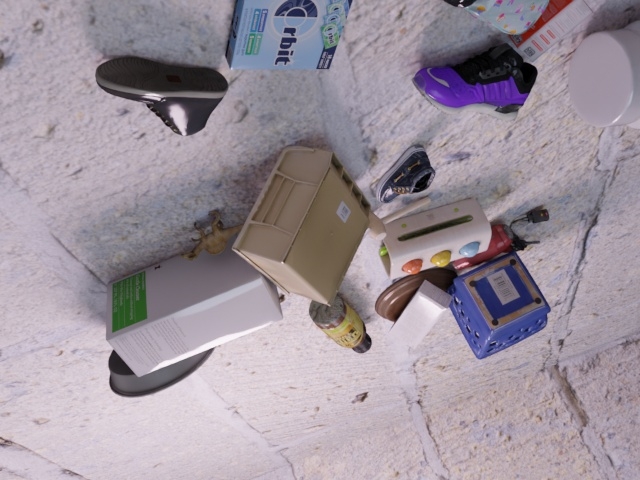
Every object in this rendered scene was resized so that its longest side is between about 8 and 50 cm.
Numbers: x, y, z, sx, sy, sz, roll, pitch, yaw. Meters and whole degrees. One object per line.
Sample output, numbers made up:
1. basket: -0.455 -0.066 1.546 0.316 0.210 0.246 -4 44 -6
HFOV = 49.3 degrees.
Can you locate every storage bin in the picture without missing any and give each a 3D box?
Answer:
1. storage bin: -0.024 -0.029 1.481 0.260 0.123 0.262 -65 149 -14

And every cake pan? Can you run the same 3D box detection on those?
1. cake pan: -0.394 0.266 1.713 0.293 0.293 0.054 -21 115 1

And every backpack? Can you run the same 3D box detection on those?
1. backpack: 0.298 -0.427 1.177 0.182 0.115 0.152 11 134 -44

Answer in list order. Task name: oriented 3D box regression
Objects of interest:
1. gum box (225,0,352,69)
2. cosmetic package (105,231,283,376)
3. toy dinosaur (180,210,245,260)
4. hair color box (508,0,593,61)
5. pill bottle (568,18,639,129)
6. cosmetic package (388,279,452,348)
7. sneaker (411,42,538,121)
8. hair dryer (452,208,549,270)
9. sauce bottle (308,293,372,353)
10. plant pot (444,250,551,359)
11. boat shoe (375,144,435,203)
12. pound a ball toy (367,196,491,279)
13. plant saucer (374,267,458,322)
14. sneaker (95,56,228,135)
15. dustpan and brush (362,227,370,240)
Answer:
1. gum box: -0.053 -0.355 1.154 0.184 0.041 0.157 -6 145 -23
2. cosmetic package: -0.288 0.138 1.597 0.366 0.197 0.155 -24 130 2
3. toy dinosaur: -0.223 -0.014 1.523 0.183 0.092 0.053 -27 148 11
4. hair color box: 0.441 -0.416 1.340 0.141 0.043 0.072 -39 144 26
5. pill bottle: 0.731 -0.349 1.437 0.392 0.224 0.224 -10 147 -18
6. cosmetic package: 0.298 0.225 2.096 0.060 0.099 0.239 -51 172 -42
7. sneaker: 0.312 -0.326 1.364 0.293 0.102 0.146 -1 139 -36
8. hair dryer: 0.522 0.024 2.017 0.294 0.080 0.223 -16 149 -6
9. sauce bottle: 0.074 0.258 2.087 0.111 0.111 0.344 -27 147 10
10. plant pot: 0.512 0.176 2.011 0.236 0.236 0.212 -25 158 -4
11. boat shoe: 0.191 -0.127 1.596 0.065 0.083 0.183 2 142 -31
12. pound a ball toy: 0.271 -0.007 1.776 0.319 0.135 0.208 -16 148 -8
13. plant saucer: 0.305 0.180 2.168 0.278 0.041 0.278 -14 147 -9
14. sneaker: -0.273 -0.232 1.175 0.222 0.083 0.118 0 143 -32
15. dustpan and brush: 0.000 0.000 1.696 0.211 0.060 0.147 14 150 -9
